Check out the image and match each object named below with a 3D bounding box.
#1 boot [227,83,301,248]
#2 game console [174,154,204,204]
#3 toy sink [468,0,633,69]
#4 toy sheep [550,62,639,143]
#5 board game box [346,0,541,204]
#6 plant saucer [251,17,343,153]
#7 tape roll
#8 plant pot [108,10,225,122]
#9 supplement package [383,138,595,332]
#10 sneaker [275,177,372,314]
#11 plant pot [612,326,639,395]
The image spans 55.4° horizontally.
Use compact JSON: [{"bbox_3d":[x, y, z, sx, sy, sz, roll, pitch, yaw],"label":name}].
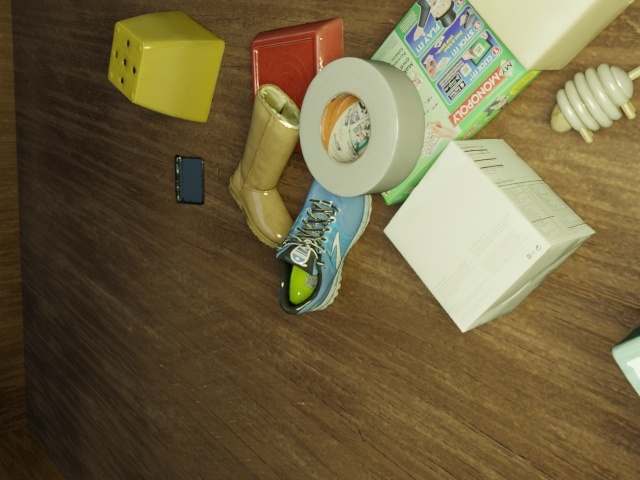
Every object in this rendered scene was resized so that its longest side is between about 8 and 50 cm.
[{"bbox_3d":[-0.091,-0.138,1.239,0.236,0.089,0.270,48,138,17],"label":"boot"},{"bbox_3d":[-0.344,-0.160,1.598,0.107,0.071,0.122,-139,50,-71],"label":"game console"},{"bbox_3d":[0.286,-0.367,0.815,0.234,0.131,0.153,56,132,16],"label":"toy sink"},{"bbox_3d":[0.365,-0.186,0.804,0.132,0.091,0.091,-33,74,30],"label":"toy sheep"},{"bbox_3d":[0.162,-0.234,0.966,0.317,0.046,0.214,-45,66,41],"label":"board game box"},{"bbox_3d":[-0.060,-0.308,1.248,0.258,0.047,0.259,10,106,45],"label":"plant saucer"},{"bbox_3d":[0.063,-0.182,0.995,0.219,0.072,0.219,9,103,45],"label":"tape roll"},{"bbox_3d":[-0.383,-0.422,1.460,0.212,0.187,0.212,42,125,32],"label":"plant pot"},{"bbox_3d":[0.245,-0.013,0.912,0.203,0.149,0.194,54,131,24],"label":"supplement package"},{"bbox_3d":[0.000,0.000,1.145,0.129,0.147,0.330,20,108,18],"label":"sneaker"},{"bbox_3d":[0.500,0.146,0.623,0.252,0.247,0.247,-39,69,26],"label":"plant pot"}]
